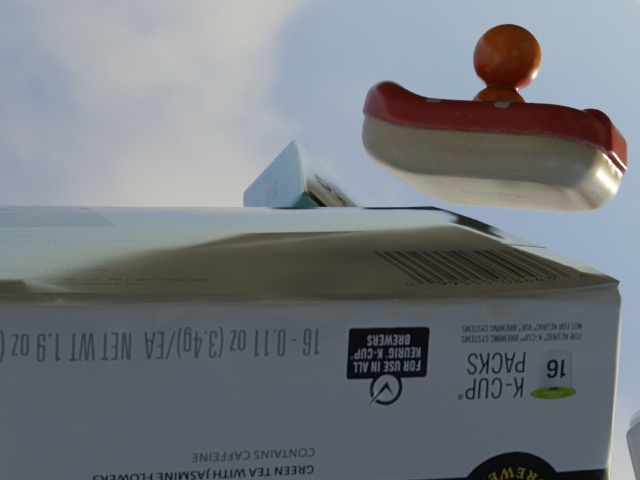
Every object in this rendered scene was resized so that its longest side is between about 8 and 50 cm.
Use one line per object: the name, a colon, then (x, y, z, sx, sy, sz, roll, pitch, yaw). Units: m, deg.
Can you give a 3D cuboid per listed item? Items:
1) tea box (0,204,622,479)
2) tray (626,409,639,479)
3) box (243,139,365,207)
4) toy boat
tea box: (-0.067, 0.155, 0.771, 0.329, 0.323, 0.220, -1, -169, -19)
tray: (0.399, 0.303, 1.923, 0.030, 0.145, 0.270, -1, -116, -17)
box: (0.000, 0.000, 1.184, 0.100, 0.060, 0.244, 44, -173, -9)
toy boat: (0.150, -0.113, 1.458, 0.231, 0.151, 0.151, 5, 168, 25)
